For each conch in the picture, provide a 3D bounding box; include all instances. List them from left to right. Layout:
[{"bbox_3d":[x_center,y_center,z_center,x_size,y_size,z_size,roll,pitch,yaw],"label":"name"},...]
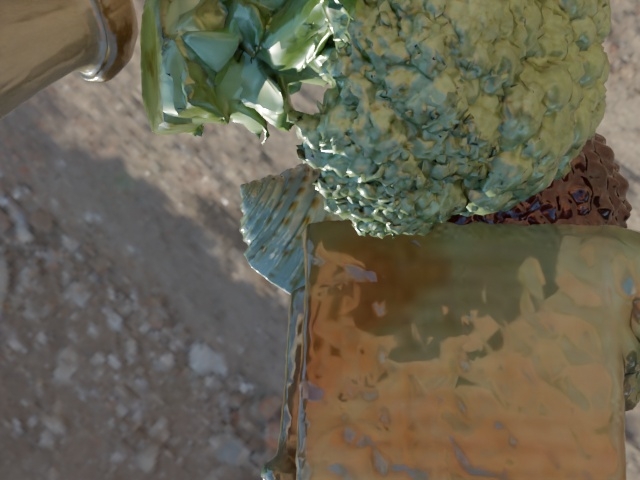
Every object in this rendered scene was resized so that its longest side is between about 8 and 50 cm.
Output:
[{"bbox_3d":[-0.001,-0.006,1.004,0.153,0.135,0.102,15,124,11],"label":"conch"}]

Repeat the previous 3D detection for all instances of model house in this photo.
[{"bbox_3d":[0.083,0.166,0.742,0.245,0.280,0.312,1,161,2],"label":"model house"}]

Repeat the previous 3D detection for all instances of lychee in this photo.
[{"bbox_3d":[0.162,-0.028,1.139,0.264,0.264,0.300,19,163,44],"label":"lychee"}]

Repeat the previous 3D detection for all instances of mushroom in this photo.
[{"bbox_3d":[-0.303,-0.133,0.930,0.128,0.350,0.128,37,140,40],"label":"mushroom"}]

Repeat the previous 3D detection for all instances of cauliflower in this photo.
[{"bbox_3d":[0.014,-0.131,0.598,0.275,0.250,0.272,-3,-102,-80],"label":"cauliflower"}]
